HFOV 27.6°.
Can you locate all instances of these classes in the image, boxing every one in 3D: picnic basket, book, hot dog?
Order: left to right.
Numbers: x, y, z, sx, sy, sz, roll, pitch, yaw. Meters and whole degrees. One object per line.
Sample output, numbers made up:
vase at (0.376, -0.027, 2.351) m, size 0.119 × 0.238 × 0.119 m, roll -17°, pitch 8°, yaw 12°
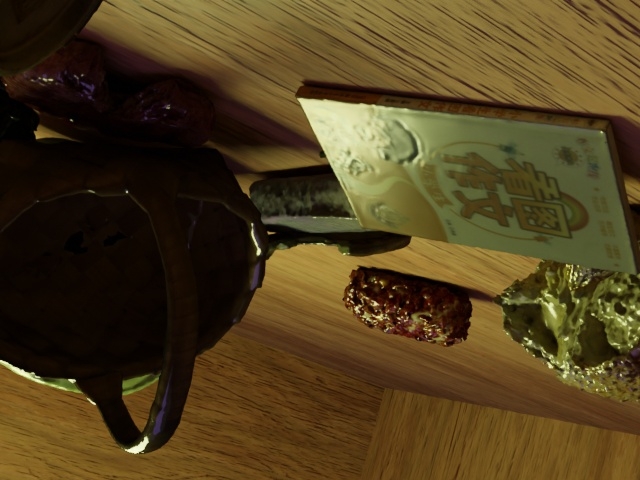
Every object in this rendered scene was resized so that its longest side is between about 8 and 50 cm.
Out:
picnic basket at (-0.198, 0.062, 1.365) m, size 0.337 × 0.293 × 0.337 m, roll 14°, pitch -149°, yaw -9°
book at (0.137, -0.056, 1.192) m, size 0.295 × 0.020 × 0.208 m, roll 10°, pitch 149°, yaw 29°
hot dog at (0.299, 0.000, 1.299) m, size 0.078 × 0.061 × 0.169 m, roll -17°, pitch 174°, yaw -43°

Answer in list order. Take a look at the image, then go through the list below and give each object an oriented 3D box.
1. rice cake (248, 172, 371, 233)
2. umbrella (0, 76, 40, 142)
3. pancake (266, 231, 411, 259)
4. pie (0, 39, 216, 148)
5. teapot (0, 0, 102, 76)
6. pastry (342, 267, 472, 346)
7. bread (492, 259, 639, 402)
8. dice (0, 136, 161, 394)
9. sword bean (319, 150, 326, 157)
rice cake at (0.025, -0.045, 1.469) m, size 0.070 × 0.064 × 0.399 m, roll 16°, pitch 171°, yaw -30°
umbrella at (-0.408, -0.167, 1.351) m, size 0.154 × 0.128 × 0.336 m, roll -5°, pitch 156°, yaw 21°
pancake at (0.000, 0.000, 1.648) m, size 0.235 × 0.029 × 0.212 m, roll -2°, pitch -175°, yaw 17°
pie at (-0.217, -0.148, 1.328) m, size 0.218 × 0.054 × 0.204 m, roll 20°, pitch 169°, yaw -35°
teapot at (-0.225, -0.204, 0.776) m, size 0.182 × 0.173 × 0.269 m, roll 39°, pitch 163°, yaw 10°
pastry at (0.132, 0.103, 2.043) m, size 0.208 × 0.097 × 0.115 m, roll 13°, pitch 160°, yaw 22°
bread at (0.347, 0.096, 1.445) m, size 0.192 × 0.171 × 0.314 m, roll 25°, pitch 168°, yaw -25°
dice at (-0.297, 0.030, 1.665) m, size 0.252 × 0.250 × 0.254 m, roll 19°, pitch -163°, yaw -34°
sword bean at (0.022, -0.094, 1.364) m, size 0.012 × 0.012 × 0.083 m, roll 21°, pitch 168°, yaw -25°
